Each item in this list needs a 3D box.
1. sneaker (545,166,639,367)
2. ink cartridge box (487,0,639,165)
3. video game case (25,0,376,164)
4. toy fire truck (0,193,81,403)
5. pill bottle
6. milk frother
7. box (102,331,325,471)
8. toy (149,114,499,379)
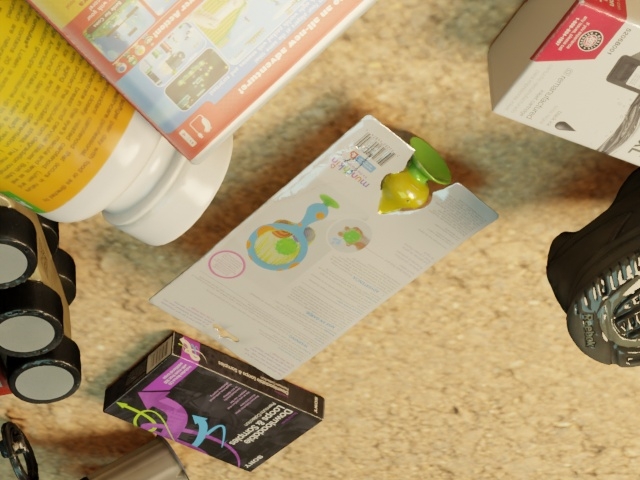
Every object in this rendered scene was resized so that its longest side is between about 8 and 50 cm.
[{"bbox_3d":[0.282,-0.029,1.018,0.286,0.130,0.109,-26,119,0],"label":"sneaker"},{"bbox_3d":[0.201,-0.114,0.946,0.150,0.063,0.109,18,137,-18],"label":"ink cartridge box"},{"bbox_3d":[-0.083,-0.196,0.813,0.204,0.025,0.285,-42,129,2],"label":"video game case"},{"bbox_3d":[-0.317,0.020,1.079,0.246,0.158,0.217,-10,140,-2],"label":"toy fire truck"},{"bbox_3d":[-0.180,-0.095,0.923,0.246,0.136,0.136,32,131,-31],"label":"pill bottle"},{"bbox_3d":[-0.205,0.212,1.328,0.135,0.129,0.143,-27,110,-19],"label":"milk frother"},{"bbox_3d":[-0.093,0.146,1.289,0.162,0.029,0.116,25,134,-28],"label":"box"},{"bbox_3d":[0.000,0.000,1.094,0.137,0.056,0.237,35,125,-28],"label":"toy"}]
